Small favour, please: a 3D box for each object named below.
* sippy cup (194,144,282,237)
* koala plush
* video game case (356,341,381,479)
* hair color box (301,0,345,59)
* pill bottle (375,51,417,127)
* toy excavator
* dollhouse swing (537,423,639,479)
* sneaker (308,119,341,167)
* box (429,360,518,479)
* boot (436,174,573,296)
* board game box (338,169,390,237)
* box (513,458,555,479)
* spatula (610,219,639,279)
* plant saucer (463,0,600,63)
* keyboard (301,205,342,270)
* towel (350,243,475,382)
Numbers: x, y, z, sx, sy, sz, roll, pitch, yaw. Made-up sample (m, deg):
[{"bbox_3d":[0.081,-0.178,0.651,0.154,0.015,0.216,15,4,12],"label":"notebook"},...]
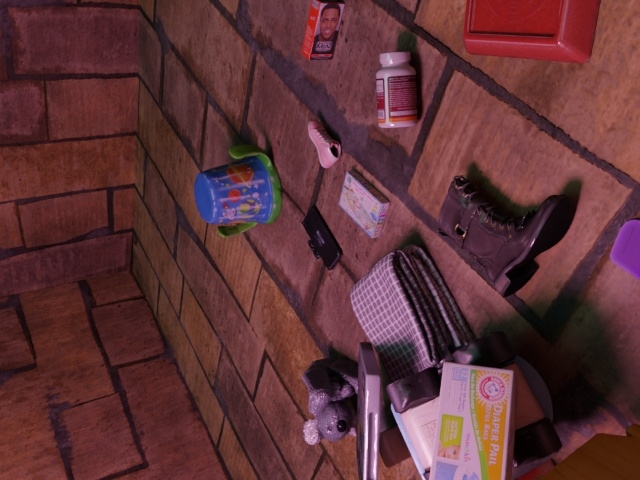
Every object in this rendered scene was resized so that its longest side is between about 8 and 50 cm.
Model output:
[{"bbox_3d":[-0.275,-0.151,1.860,0.240,0.224,0.306,12,112,57],"label":"sippy cup"},{"bbox_3d":[0.038,0.466,1.639,0.203,0.196,0.221,-150,53,-64],"label":"koala plush"},{"bbox_3d":[0.109,0.414,1.338,0.329,0.036,0.300,-60,-29,-88],"label":"video game case"},{"bbox_3d":[0.005,-0.517,1.422,0.043,0.072,0.141,50,140,37],"label":"hair color box"},{"bbox_3d":[0.161,-0.319,1.231,0.086,0.086,0.152,17,115,55],"label":"pill bottle"},{"bbox_3d":[0.271,0.387,1.214,0.433,0.445,0.222,-30,68,15],"label":"toy excavator"},{"bbox_3d":[0.459,0.527,0.832,0.315,0.346,0.305,31,137,50],"label":"dollhouse swing"},{"bbox_3d":[0.015,-0.263,1.521,0.070,0.051,0.134,-24,84,57],"label":"sneaker"},{"bbox_3d":[0.246,0.306,0.919,0.114,0.103,0.203,2,68,24],"label":"box"},{"bbox_3d":[0.318,-0.042,1.077,0.229,0.091,0.263,55,144,31],"label":"boot"},{"bbox_3d":[0.107,-0.092,1.458,0.154,0.026,0.103,49,139,38],"label":"board game box"},{"bbox_3d":[0.337,0.546,1.060,0.154,0.300,0.142,57,143,28],"label":"box"},{"bbox_3d":[0.542,0.060,0.813,0.296,0.030,0.084,39,130,46],"label":"spatula"},{"bbox_3d":[0.334,-0.432,0.951,0.259,0.047,0.259,29,125,50],"label":"plant saucer"},{"bbox_3d":[0.000,0.000,1.670,0.180,0.023,0.108,61,139,26],"label":"keyboard"},{"bbox_3d":[0.193,0.182,1.331,0.284,0.121,0.235,65,148,18],"label":"towel"}]
